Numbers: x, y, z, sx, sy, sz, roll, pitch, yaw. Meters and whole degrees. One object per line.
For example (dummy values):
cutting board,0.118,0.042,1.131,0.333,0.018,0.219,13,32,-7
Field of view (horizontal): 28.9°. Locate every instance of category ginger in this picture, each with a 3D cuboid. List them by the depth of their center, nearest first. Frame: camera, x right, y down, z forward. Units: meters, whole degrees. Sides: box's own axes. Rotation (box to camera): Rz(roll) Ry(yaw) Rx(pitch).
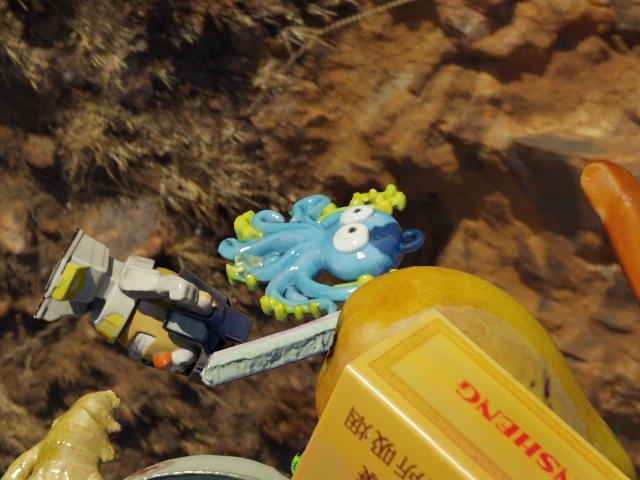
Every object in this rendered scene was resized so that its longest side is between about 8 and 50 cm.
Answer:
ginger,-0.311,0.267,1.576,0.205,0.115,0.081,-47,115,-36

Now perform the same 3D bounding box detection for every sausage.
sausage,0.459,-0.007,1.789,0.089,0.300,0.083,11,135,-32

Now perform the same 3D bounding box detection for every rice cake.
rice cake,-0.027,0.102,1.212,0.208,0.033,0.033,-16,115,-31

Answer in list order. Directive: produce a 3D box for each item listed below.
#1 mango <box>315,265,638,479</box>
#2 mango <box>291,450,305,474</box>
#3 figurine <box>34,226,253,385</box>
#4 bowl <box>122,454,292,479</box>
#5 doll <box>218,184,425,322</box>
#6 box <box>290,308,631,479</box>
mango,0.132,0.164,1.056,0.317,0.173,0.211,45,100,-7
mango,0.052,0.277,1.513,0.178,0.100,0.119,-2,152,-27
figurine,-0.236,0.095,1.699,0.308,0.308,0.143,24,81,-26
bowl,-0.103,0.326,1.256,0.337,0.157,0.337,1,116,2
doll,0.000,0.000,1.935,0.341,0.346,0.099,-2,122,15
box,0.055,0.191,0.649,0.076,0.174,0.274,-28,151,-42
